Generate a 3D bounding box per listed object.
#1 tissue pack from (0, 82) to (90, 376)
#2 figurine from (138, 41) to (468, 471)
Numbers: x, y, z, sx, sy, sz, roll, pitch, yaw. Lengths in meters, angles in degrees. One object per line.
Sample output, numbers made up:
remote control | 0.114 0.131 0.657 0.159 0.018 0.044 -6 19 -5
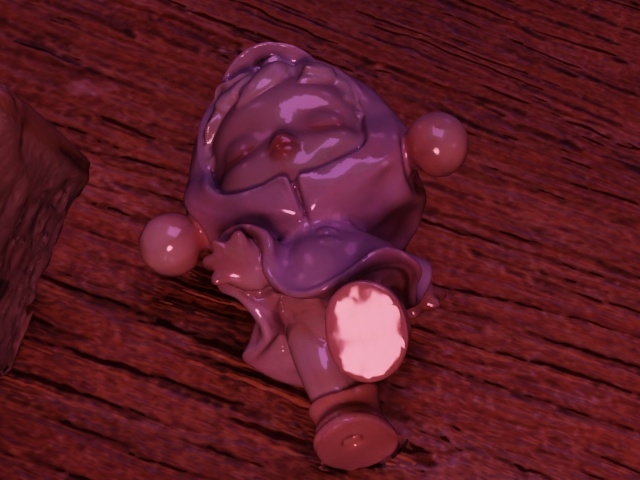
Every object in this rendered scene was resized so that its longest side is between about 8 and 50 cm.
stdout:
tissue pack | -0.312 -0.013 1.018 0.305 0.238 0.238 20 38 9
figurine | 0.000 0.000 1.131 0.200 0.133 0.276 -20 44 5
